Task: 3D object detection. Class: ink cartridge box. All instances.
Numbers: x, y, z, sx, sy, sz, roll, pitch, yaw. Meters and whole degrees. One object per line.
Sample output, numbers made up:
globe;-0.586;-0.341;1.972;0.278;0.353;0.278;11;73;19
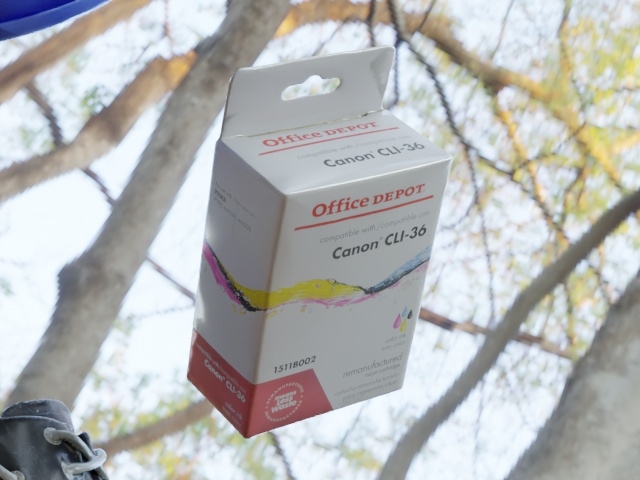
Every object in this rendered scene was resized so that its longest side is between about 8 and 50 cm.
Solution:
ink cartridge box;0.000;0.000;0.872;0.067;0.115;0.198;40;-47;41

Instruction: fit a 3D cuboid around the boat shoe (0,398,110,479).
boat shoe;-0.166;0.137;0.886;0.301;0.102;0.108;30;-12;27

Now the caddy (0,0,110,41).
caddy;-0.177;-0.219;0.886;0.241;0.341;0.179;15;-49;24
